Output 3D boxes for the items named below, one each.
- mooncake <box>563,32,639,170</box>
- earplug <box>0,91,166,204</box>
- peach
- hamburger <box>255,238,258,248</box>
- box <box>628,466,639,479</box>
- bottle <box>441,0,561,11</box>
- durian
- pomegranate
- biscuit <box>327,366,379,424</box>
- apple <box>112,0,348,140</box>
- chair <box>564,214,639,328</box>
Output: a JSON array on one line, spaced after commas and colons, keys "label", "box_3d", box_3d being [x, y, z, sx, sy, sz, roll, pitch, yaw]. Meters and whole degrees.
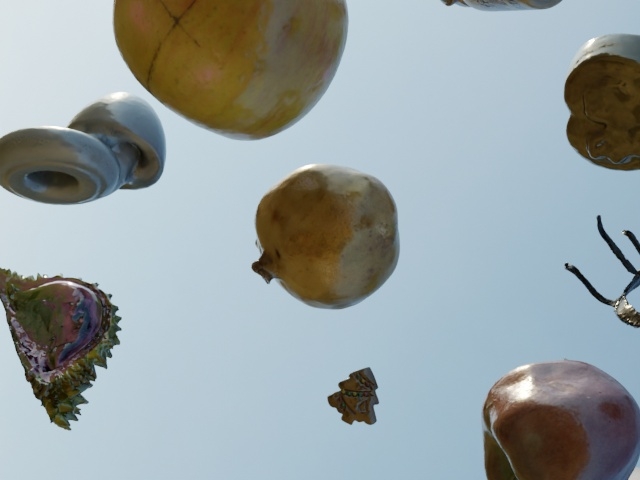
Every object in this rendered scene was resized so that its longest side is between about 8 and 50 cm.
[{"label": "mooncake", "box_3d": [0.504, -0.213, 1.886, 0.235, 0.235, 0.117, -54, -174, 51]}, {"label": "earplug", "box_3d": [-0.402, -0.152, 1.994, 0.214, 0.325, 0.175, -23, -93, 43]}, {"label": "peach", "box_3d": [0.223, 0.181, 1.052, 0.152, 0.152, 0.152, 18, -69, 59]}, {"label": "hamburger", "box_3d": [-0.041, -0.007, 1.786, 0.081, 0.141, 0.126, 40, -30, 6]}, {"label": "box", "box_3d": [0.441, 0.372, 1.603, 0.200, 0.146, 0.088, -2, -66, 55]}, {"label": "bottle", "box_3d": [0.226, -0.344, 1.540, 0.209, 0.110, 0.097, 17, -44, 63]}, {"label": "durian", "box_3d": [-0.248, 0.106, 1.196, 0.187, 0.108, 0.119, 56, -15, 40]}, {"label": "pomegranate", "box_3d": [0.000, 0.000, 1.457, 0.196, 0.196, 0.196, 18, -69, 59]}, {"label": "biscuit", "box_3d": [0.057, 0.229, 1.748, 0.092, 0.082, 0.016, -62, -176, -18]}, {"label": "apple", "box_3d": [-0.102, -0.255, 1.363, 0.233, 0.286, 0.286, -51, -135, 14]}, {"label": "chair", "box_3d": [0.479, 0.046, 1.681, 0.213, 0.174, 0.149, 52, -23, 26]}]
